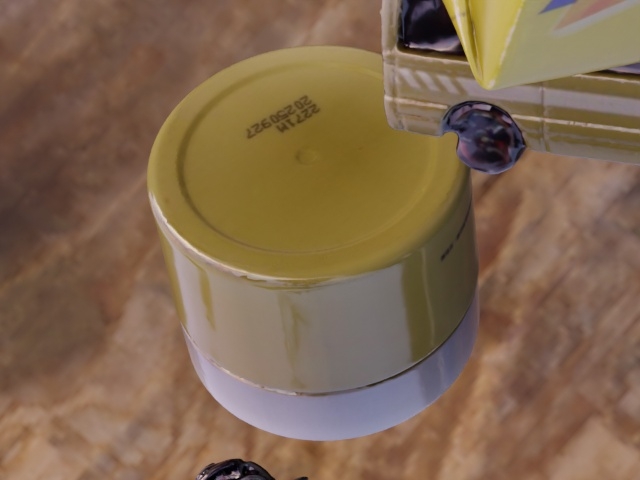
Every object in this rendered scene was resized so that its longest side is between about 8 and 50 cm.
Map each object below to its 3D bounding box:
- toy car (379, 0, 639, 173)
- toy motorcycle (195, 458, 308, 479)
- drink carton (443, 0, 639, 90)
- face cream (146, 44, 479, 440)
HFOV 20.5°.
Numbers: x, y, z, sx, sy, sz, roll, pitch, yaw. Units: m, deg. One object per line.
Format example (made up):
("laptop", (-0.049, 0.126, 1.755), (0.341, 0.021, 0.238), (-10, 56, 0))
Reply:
("toy car", (0.157, -0.093, 0.818), (0.257, 0.124, 0.101), (9, -146, 23))
("toy motorcycle", (-0.072, 0.259, 1.060), (0.157, 0.263, 0.091), (40, -178, 11))
("drink carton", (0.129, -0.187, 0.524), (0.351, 0.155, 0.111), (104, 151, -64))
("face cream", (0.000, 0.000, 1.226), (0.218, 0.218, 0.179), (45, 158, 35))
